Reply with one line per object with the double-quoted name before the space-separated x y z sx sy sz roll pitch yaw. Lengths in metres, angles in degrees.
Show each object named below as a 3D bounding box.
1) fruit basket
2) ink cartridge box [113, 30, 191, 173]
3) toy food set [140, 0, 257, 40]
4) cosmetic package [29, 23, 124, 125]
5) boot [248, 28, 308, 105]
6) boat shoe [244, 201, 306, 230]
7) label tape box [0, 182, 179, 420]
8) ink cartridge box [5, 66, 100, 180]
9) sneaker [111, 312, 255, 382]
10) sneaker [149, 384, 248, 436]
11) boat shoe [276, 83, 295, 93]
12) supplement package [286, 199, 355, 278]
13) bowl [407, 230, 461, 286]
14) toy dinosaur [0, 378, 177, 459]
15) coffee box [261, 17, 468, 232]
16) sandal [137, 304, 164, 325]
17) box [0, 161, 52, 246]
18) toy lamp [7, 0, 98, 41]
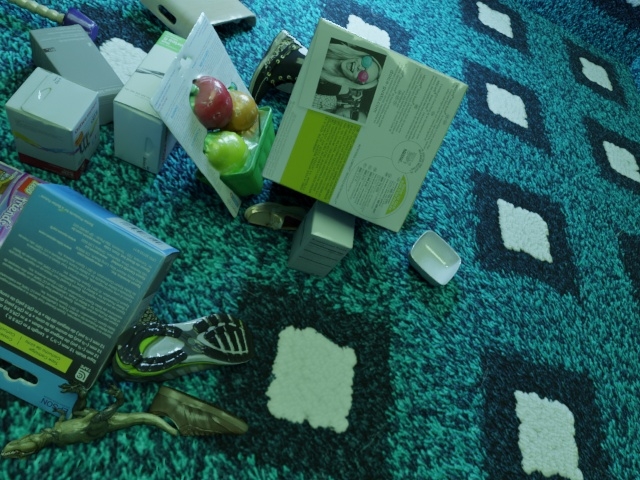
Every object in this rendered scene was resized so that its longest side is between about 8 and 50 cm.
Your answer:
"fruit basket" -0.245 -0.283 1.032 0.353 0.165 0.327 53 39 -46
"ink cartridge box" -0.386 -0.331 1.060 0.114 0.198 0.273 22 55 -10
"toy food set" -0.374 -0.722 1.372 0.219 0.092 0.306 42 46 4
"cosmetic package" -0.586 -0.400 1.067 0.127 0.107 0.238 -33 76 -38
"boot" -0.093 -0.468 1.274 0.178 0.085 0.237 30 94 1
"boat shoe" -0.107 -0.056 1.112 0.169 0.063 0.059 -1 47 -26
"label tape box" -0.464 0.108 0.802 0.249 0.115 0.348 31 92 -6
"ink cartridge box" -0.565 -0.246 0.941 0.127 0.176 0.128 20 56 -13
"sneaker" -0.264 0.217 0.864 0.299 0.121 0.111 9 54 -43
"sneaker" -0.234 0.345 0.838 0.188 0.066 0.071 25 71 -4
"boat shoe" -0.011 -0.478 1.375 0.335 0.112 0.096 30 59 -2
"supplement package" 0.000 0.000 1.061 0.105 0.179 0.105 19 55 -14
"bowl" 0.320 0.056 1.257 0.142 0.053 0.142 45 55 4
"toy dinosaur" -0.388 0.301 0.752 0.267 0.064 0.118 -1 107 -18
"coffee box" 0.089 -0.259 1.051 0.334 0.339 0.338 22 13 -4
"sandal" -0.376 0.144 0.897 0.067 0.040 0.179 -31 93 -29
"box" -0.691 -0.033 0.834 0.200 0.057 0.294 25 55 -9
"toy lamp" -0.724 -0.597 1.130 0.274 0.080 0.080 20 56 -14
